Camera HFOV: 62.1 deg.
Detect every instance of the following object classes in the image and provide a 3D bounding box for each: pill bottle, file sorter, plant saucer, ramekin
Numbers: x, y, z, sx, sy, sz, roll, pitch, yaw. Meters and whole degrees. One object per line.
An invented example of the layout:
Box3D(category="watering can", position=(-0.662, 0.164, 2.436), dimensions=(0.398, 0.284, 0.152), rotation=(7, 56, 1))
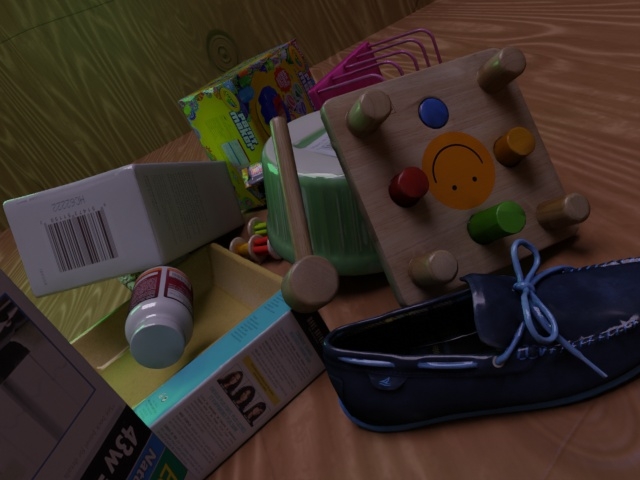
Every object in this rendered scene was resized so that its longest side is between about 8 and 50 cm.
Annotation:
Box3D(category="pill bottle", position=(-0.213, 0.101, 0.709), dimensions=(0.086, 0.086, 0.152), rotation=(-29, 25, -1))
Box3D(category="file sorter", position=(0.149, -0.320, 1.182), dimensions=(0.182, 0.202, 0.291), rotation=(-6, 33, 37))
Box3D(category="plant saucer", position=(-0.228, 0.154, 0.819), dimensions=(0.332, 0.081, 0.333), rotation=(-39, 27, -19))
Box3D(category="ramekin", position=(0.053, -0.096, 0.820), dimensions=(0.303, 0.148, 0.303), rotation=(-7, 34, 5))

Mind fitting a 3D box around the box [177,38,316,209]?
Box3D(category="box", position=(-0.128, -0.275, 1.266), dimensions=(0.177, 0.290, 0.279), rotation=(-8, 30, 37))

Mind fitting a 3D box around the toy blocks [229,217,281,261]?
Box3D(category="toy blocks", position=(-0.086, -0.010, 1.010), dimensions=(0.148, 0.054, 0.123), rotation=(-9, 32, 36))

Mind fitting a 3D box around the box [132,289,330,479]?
Box3D(category="box", position=(-0.096, 0.168, 0.632), dimensions=(0.244, 0.100, 0.060), rotation=(-38, 26, -20))

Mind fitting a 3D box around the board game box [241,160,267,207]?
Box3D(category="board game box", position=(-0.052, -0.110, 1.037), dimensions=(0.141, 0.170, 0.048), rotation=(-24, 62, 11))

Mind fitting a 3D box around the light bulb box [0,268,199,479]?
Box3D(category="light bulb box", position=(-0.360, 0.232, 0.476), dimensions=(0.358, 0.361, 0.225), rotation=(-14, 30, 28))

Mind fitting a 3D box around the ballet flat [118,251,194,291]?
Box3D(category="ballet flat", position=(-0.340, 0.079, 1.084), dimensions=(0.241, 0.091, 0.077), rotation=(-16, 60, 35))

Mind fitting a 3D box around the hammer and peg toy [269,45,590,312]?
Box3D(category="hammer and peg toy", position=(0.107, -0.069, 0.610), dimensions=(0.361, 0.266, 0.127), rotation=(-21, -3, -16))

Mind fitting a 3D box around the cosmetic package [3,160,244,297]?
Box3D(category="cosmetic package", position=(-0.326, -0.046, 1.006), dimensions=(0.230, 0.162, 0.453), rotation=(-14, 7, 9))

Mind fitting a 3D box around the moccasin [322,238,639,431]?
Box3D(category="moccasin", position=(0.162, 0.089, 0.496), dimensions=(0.342, 0.117, 0.138), rotation=(-24, 25, 10))
